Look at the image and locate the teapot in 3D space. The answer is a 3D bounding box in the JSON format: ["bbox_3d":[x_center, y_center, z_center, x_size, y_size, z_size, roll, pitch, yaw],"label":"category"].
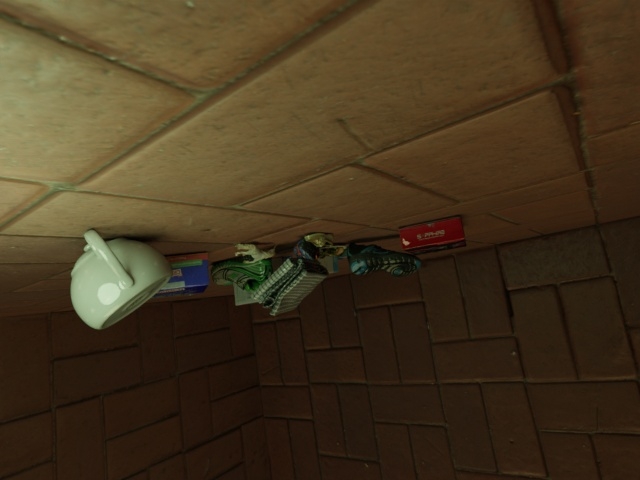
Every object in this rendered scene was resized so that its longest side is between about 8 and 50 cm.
[{"bbox_3d":[-0.508,0.079,0.992,0.256,0.187,0.252,-39,-178,16],"label":"teapot"}]

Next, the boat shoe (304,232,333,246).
[{"bbox_3d":[0.000,0.000,1.391,0.050,0.045,0.135,-17,168,42],"label":"boat shoe"}]

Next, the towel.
[{"bbox_3d":[-0.105,0.176,1.599,0.235,0.121,0.283,-44,164,12],"label":"towel"}]

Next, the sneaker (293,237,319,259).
[{"bbox_3d":[-0.058,0.037,1.471,0.086,0.084,0.221,-4,170,6],"label":"sneaker"}]

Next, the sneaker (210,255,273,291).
[{"bbox_3d":[-0.333,0.146,1.669,0.343,0.147,0.134,-15,169,40],"label":"sneaker"}]

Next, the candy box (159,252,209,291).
[{"bbox_3d":[-0.553,0.137,1.471,0.267,0.122,0.317,-4,171,-21],"label":"candy box"}]

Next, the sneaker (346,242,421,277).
[{"bbox_3d":[0.276,0.070,1.744,0.340,0.140,0.125,6,129,-19],"label":"sneaker"}]

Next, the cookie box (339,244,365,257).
[{"bbox_3d":[0.146,0.052,1.889,0.091,0.040,0.107,-1,167,-39],"label":"cookie box"}]

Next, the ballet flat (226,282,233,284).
[{"bbox_3d":[-0.411,0.171,1.987,0.247,0.083,0.087,-16,155,27],"label":"ballet flat"}]

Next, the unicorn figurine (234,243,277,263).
[{"bbox_3d":[-0.224,0.043,1.396,0.111,0.060,0.162,-10,171,11],"label":"unicorn figurine"}]

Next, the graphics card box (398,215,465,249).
[{"bbox_3d":[0.465,-0.010,1.642,0.232,0.095,0.371,-12,172,18],"label":"graphics card box"}]

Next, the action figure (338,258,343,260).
[{"bbox_3d":[-0.041,0.180,2.093,0.340,0.179,0.330,-10,174,-4],"label":"action figure"}]

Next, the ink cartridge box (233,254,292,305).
[{"bbox_3d":[-0.253,0.184,1.857,0.310,0.186,0.065,-12,168,17],"label":"ink cartridge box"}]

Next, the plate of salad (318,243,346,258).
[{"bbox_3d":[0.018,0.053,1.746,0.199,0.048,0.200,-9,172,-1],"label":"plate of salad"}]

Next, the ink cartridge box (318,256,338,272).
[{"bbox_3d":[-0.001,0.108,1.885,0.143,0.090,0.092,-4,-177,-26],"label":"ink cartridge box"}]
